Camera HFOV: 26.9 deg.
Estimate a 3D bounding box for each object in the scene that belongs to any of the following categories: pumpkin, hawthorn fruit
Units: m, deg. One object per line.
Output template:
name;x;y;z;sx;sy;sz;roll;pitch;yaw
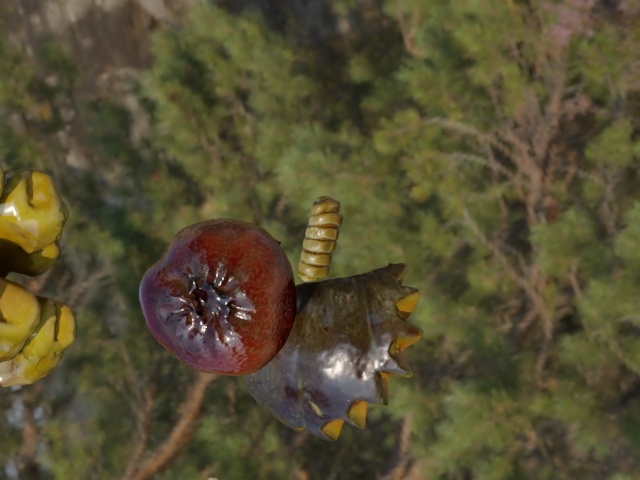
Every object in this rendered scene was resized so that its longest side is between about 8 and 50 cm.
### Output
pumpkin;0.000;0.135;1.533;0.254;0.149;0.130;-53;35;21
hawthorn fruit;-0.100;0.060;1.406;0.188;0.169;0.169;3;-112;-81

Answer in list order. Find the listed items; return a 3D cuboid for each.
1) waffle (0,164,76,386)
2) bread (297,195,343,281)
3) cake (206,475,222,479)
waffle;-0.320;0.013;0.850;0.261;0.324;0.151;32;-115;-55
bread;0.000;0.000;1.313;0.049;0.033;0.088;-2;-75;-81
cake;-0.080;0.324;1.518;0.140;0.051;0.055;33;162;7
